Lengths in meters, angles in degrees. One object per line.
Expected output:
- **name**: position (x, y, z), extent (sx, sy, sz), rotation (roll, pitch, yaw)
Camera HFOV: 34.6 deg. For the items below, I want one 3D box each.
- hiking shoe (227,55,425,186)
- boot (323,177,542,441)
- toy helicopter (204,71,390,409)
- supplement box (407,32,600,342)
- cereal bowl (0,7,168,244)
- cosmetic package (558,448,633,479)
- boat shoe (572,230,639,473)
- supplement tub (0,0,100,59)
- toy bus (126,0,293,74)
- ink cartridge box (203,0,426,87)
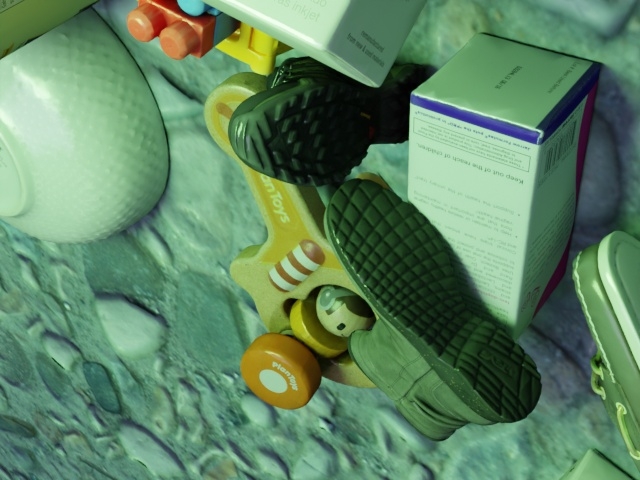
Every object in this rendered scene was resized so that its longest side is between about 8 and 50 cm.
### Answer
- **hiking shoe**: position (-0.011, -0.102, 0.840), extent (0.114, 0.227, 0.086), rotation (15, 113, 34)
- **boot**: position (0.060, 0.074, 0.876), extent (0.246, 0.083, 0.161), rotation (51, 149, -5)
- **toy helicopter**: position (0.000, 0.000, 0.990), extent (0.235, 0.140, 0.355), rotation (-5, 121, 36)
- **supplement box**: position (0.144, -0.040, 0.846), extent (0.114, 0.111, 0.220), rotation (22, 135, 27)
- **cereal bowl**: position (-0.347, -0.131, 1.180), extent (0.339, 0.141, 0.339), rotation (25, 137, 25)
- **cosmetic package**: position (0.345, 0.404, 0.993), extent (0.365, 0.197, 0.155), rotation (37, 141, 13)
- **boat shoe**: position (0.282, 0.127, 0.873), extent (0.091, 0.109, 0.305), rotation (-15, 116, 42)
- **supplement tub**: position (-0.328, -0.268, 0.893), extent (0.235, 0.325, 0.235), rotation (24, 137, 25)
- **toy bus**: position (-0.089, -0.229, 0.809), extent (0.220, 0.211, 0.149), rotation (33, 141, 17)
- **ink cartridge box**: position (0.003, -0.271, 0.637), extent (0.207, 0.117, 0.283), rotation (30, 96, 18)
